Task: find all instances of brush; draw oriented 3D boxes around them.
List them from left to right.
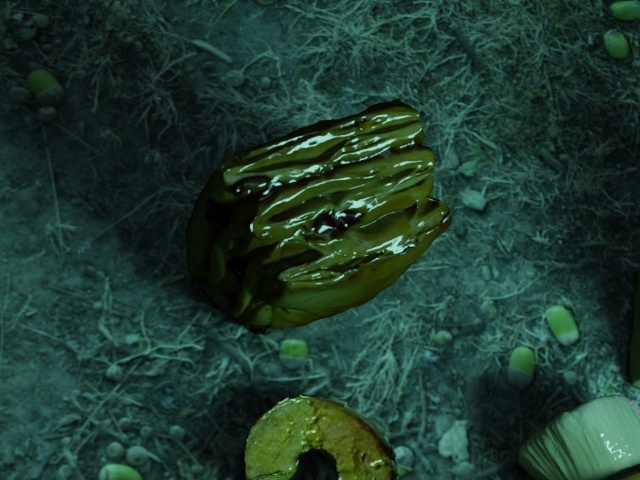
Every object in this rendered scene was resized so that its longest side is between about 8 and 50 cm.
[{"bbox_3d":[0.378,0.272,1.718,0.266,0.174,0.166,-7,59,-26],"label":"brush"}]

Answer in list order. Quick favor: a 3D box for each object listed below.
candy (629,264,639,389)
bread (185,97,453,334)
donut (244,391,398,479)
[{"bbox_3d":[0.493,0.057,1.749,0.135,0.321,0.179,14,60,-11],"label":"candy"},{"bbox_3d":[0.000,0.000,1.647,0.277,0.324,0.167,-19,70,-18],"label":"bread"},{"bbox_3d":[0.003,0.255,1.680,0.181,0.078,0.146,28,62,7],"label":"donut"}]
